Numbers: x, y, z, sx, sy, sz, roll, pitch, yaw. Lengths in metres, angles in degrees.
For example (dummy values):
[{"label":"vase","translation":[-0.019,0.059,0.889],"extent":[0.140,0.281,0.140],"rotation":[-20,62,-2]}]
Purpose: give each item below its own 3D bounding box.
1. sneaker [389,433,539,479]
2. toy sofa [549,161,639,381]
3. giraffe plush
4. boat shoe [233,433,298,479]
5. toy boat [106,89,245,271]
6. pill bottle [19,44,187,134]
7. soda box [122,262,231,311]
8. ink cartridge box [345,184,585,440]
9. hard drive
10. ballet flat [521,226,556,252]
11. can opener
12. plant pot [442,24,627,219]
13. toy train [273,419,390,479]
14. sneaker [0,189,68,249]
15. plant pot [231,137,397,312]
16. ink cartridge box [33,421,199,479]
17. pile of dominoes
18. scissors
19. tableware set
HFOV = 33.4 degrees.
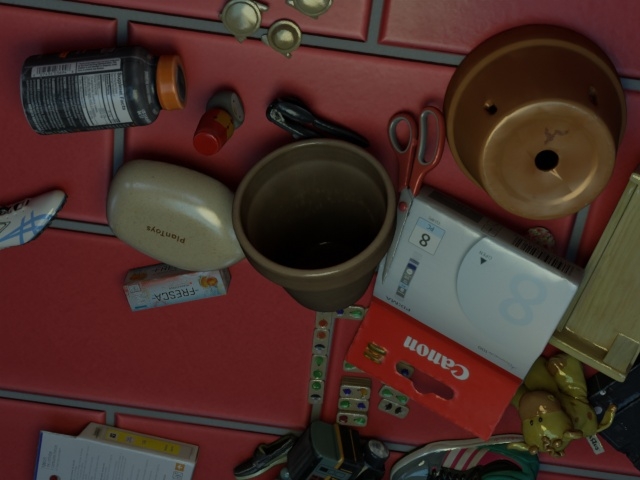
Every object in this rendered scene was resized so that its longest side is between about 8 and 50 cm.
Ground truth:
[{"label":"sneaker","translation":[0.274,0.475,2.021],"extent":[0.296,0.178,0.123],"rotation":[-14,116,13]},{"label":"toy sofa","translation":[0.535,0.040,1.798],"extent":[0.150,0.177,0.362],"rotation":[29,120,16]},{"label":"giraffe plush","translation":[0.404,0.314,1.885],"extent":[0.210,0.170,0.181],"rotation":[47,120,18]},{"label":"boat shoe","translation":[-0.108,0.421,2.095],"extent":[0.152,0.056,0.049],"rotation":[-26,109,7]},{"label":"toy boat","translation":[-0.205,-0.096,1.776],"extent":[0.268,0.148,0.318],"rotation":[24,125,-3]},{"label":"pill bottle","translation":[-0.339,-0.241,1.697],"extent":[0.246,0.130,0.130],"rotation":[-4,118,6]},{"label":"soda box","translation":[-0.256,0.074,1.903],"extent":[0.183,0.063,0.058],"rotation":[-10,118,10]},{"label":"ink cartridge box","translation":[0.226,0.142,1.828],"extent":[0.308,0.091,0.385],"rotation":[29,115,12]},{"label":"hard drive","translation":[0.661,0.269,1.945],"extent":[0.237,0.064,0.339],"rotation":[41,115,-17]},{"label":"ballet flat","translation":[0.344,0.091,1.862],"extent":[0.091,0.077,0.241],"rotation":[20,118,-6]},{"label":"can opener","translation":[-0.005,-0.180,1.750],"extent":[0.186,0.073,0.059],"rotation":[28,110,-21]},{"label":"plant pot","translation":[0.337,-0.163,1.651],"extent":[0.291,0.203,0.290],"rotation":[2,120,4]},{"label":"toy train","translation":[-0.008,0.490,2.059],"extent":[0.190,0.142,0.334],"rotation":[24,120,-20]},{"label":"sneaker","translation":[-0.546,-0.032,1.854],"extent":[0.237,0.085,0.086],"rotation":[-26,119,16]},{"label":"plant pot","translation":[0.000,0.000,1.748],"extent":[0.263,0.263,0.229],"rotation":[-2,149,5]},{"label":"ink cartridge box","translation":[-0.424,0.511,2.159],"extent":[0.307,0.072,0.303],"rotation":[15,120,-2]},{"label":"pile of dominoes","translation":[0.079,0.236,1.983],"extent":[0.196,0.040,0.251],"rotation":[6,120,1]},{"label":"scissors","translation":[0.147,-0.071,1.733],"extent":[0.109,0.021,0.297],"rotation":[6,93,36]},{"label":"tableware set","translation":[-0.068,-0.368,1.670],"extent":[0.141,0.020,0.168],"rotation":[30,116,-14]}]
